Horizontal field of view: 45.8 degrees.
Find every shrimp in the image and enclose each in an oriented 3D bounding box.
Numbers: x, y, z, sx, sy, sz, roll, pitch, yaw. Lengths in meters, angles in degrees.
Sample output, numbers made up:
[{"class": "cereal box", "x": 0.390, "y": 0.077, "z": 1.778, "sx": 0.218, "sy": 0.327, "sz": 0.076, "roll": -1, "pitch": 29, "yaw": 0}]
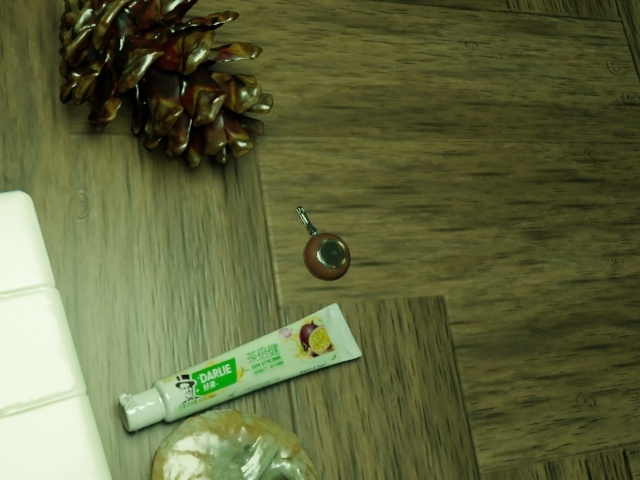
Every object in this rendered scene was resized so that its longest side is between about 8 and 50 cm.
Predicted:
[{"class": "shrimp", "x": -0.043, "y": 0.300, "z": 0.891, "sx": 0.317, "sy": 0.077, "sz": 0.168, "roll": 19, "pitch": 63, "yaw": -10}]

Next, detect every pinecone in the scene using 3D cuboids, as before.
[{"class": "pinecone", "x": -0.194, "y": -0.220, "z": 0.936, "sx": 0.309, "sy": 0.244, "sz": 0.244, "roll": 34, "pitch": 63, "yaw": -17}]

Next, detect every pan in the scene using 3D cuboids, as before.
[{"class": "pan", "x": 0.000, "y": 0.000, "z": 1.041, "sx": 0.068, "sy": 0.023, "sz": 0.115, "roll": -28, "pitch": 83, "yaw": -26}]

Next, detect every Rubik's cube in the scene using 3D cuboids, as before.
[{"class": "Rubik's cube", "x": -0.385, "y": 0.157, "z": 0.673, "sx": 0.292, "sy": 0.290, "sz": 0.291, "roll": -14, "pitch": 76, "yaw": -32}]

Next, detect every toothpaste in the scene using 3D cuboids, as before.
[{"class": "toothpaste", "x": -0.093, "y": 0.161, "z": 0.938, "sx": 0.315, "sy": 0.056, "sz": 0.058, "roll": -18, "pitch": 117, "yaw": -28}]
